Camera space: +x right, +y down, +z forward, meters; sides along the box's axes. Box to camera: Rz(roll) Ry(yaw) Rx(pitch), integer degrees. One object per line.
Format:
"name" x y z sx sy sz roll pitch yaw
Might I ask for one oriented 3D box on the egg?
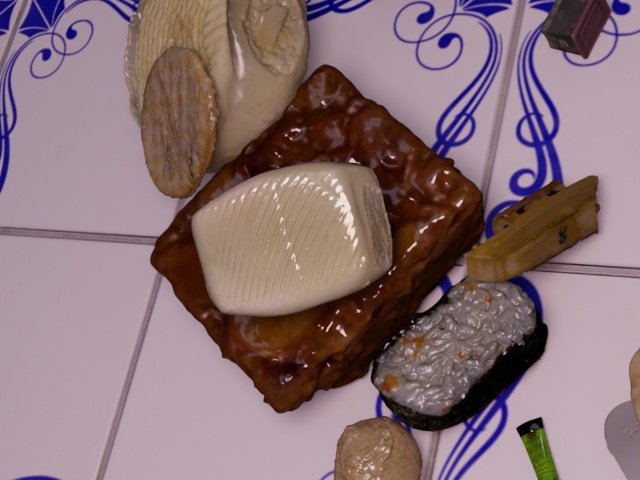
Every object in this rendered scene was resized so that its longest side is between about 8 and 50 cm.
"egg" 0.068 0.280 1.350 0.118 0.116 0.140 -31 26 36

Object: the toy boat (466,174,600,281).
"toy boat" 0.267 -0.015 1.363 0.226 0.068 0.088 -29 37 -26

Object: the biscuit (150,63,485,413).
"biscuit" 0.000 0.000 1.484 0.395 0.166 0.342 -46 60 1

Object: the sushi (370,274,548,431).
"sushi" 0.172 0.142 1.357 0.225 0.126 0.136 -42 55 1

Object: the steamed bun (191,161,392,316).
"steamed bun" -0.026 -0.001 1.320 0.238 0.152 0.170 -16 87 25

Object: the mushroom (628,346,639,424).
"mushroom" 0.420 0.161 1.232 0.154 0.122 0.154 0 89 -5

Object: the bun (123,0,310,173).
"bun" -0.139 -0.281 1.655 0.364 0.202 0.364 -7 81 52

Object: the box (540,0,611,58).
"box" 0.355 -0.306 1.518 0.063 0.060 0.085 20 78 41

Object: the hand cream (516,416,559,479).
"hand cream" 0.268 0.273 1.306 0.036 0.023 0.122 -31 55 24

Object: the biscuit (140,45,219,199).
"biscuit" -0.203 -0.167 1.543 0.220 0.033 0.220 5 96 54

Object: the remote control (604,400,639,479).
"remote control" 0.402 0.291 1.231 0.077 0.022 0.245 -31 57 9
